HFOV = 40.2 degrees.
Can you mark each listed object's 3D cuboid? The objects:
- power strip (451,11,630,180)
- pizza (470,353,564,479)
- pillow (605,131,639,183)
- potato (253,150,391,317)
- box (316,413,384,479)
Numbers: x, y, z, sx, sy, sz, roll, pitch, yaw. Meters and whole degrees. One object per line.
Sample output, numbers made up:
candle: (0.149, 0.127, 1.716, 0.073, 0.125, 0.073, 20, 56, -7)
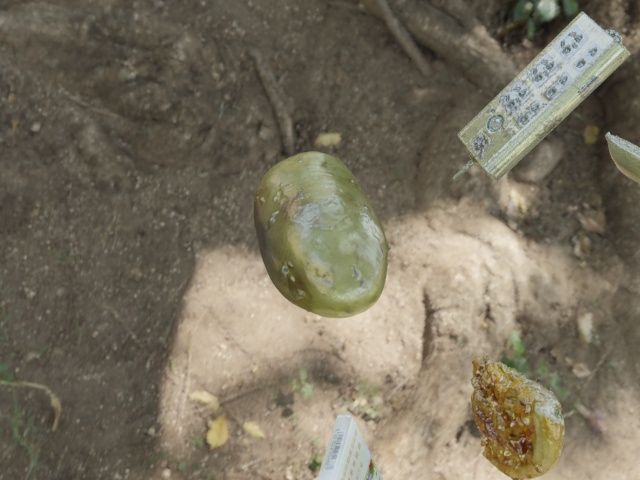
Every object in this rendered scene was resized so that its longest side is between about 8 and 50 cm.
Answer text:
power strip: (0.261, -0.167, 1.090, 0.034, 0.268, 0.092, 28, 25, -41)
pizza: (0.323, 0.310, 1.525, 0.086, 0.335, 0.226, -27, 71, -16)
pillow: (0.619, -0.127, 1.640, 0.119, 0.053, 0.208, 38, 9, -37)
potato: (0.000, 0.000, 1.235, 0.173, 0.210, 0.307, -7, 27, -9)
box: (0.054, 0.359, 1.215, 0.032, 0.220, 0.122, -6, 39, 24)
